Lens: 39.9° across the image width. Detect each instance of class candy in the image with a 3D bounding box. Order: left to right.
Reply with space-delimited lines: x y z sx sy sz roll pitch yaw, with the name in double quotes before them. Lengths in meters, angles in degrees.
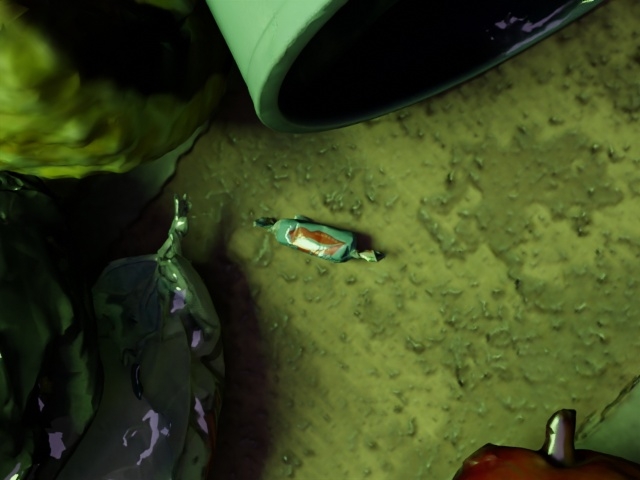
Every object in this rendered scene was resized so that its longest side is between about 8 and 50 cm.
"candy" 0.000 -0.001 0.534 0.083 0.030 0.020 17 97 19

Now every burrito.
"burrito" -0.149 0.185 0.533 0.139 0.101 0.445 26 97 15

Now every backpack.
"backpack" -0.201 0.062 0.470 0.206 0.133 0.258 -57 46 15

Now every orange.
"orange" -0.200 -0.180 0.457 0.210 0.271 0.368 -33 81 24

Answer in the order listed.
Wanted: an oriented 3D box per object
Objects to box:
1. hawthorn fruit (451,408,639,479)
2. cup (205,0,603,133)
"hawthorn fruit" 0.125 0.185 0.436 0.185 0.185 0.202 -6 85 13
"cup" -0.007 -0.237 0.388 0.257 0.331 0.311 -36 78 52
